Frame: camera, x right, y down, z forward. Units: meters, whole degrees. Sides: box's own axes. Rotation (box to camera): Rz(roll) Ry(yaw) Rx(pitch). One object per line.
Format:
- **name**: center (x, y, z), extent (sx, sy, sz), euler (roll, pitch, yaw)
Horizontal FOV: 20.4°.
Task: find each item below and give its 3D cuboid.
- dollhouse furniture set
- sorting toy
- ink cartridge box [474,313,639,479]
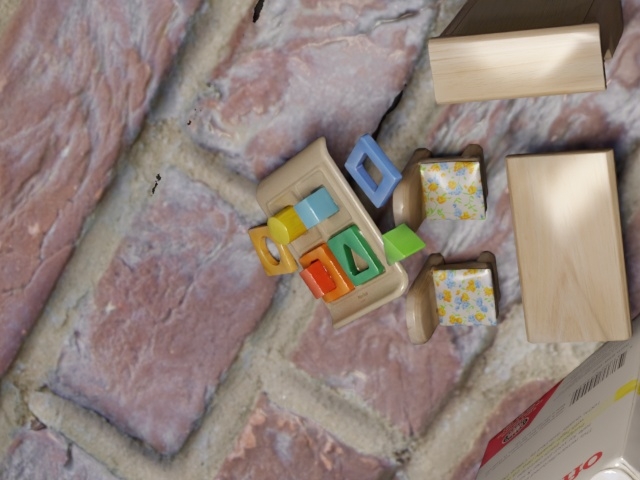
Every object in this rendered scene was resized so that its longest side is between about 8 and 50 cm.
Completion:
- **dollhouse furniture set**: center (0.250, -0.062, 1.898), extent (0.362, 0.256, 0.394), euler (-3, 109, 17)
- **sorting toy**: center (0.000, 0.000, 2.000), extent (0.196, 0.047, 0.347), euler (60, 150, 2)
- **ink cartridge box**: center (0.297, 0.280, 1.945), extent (0.160, 0.385, 0.279), euler (45, 116, -4)
